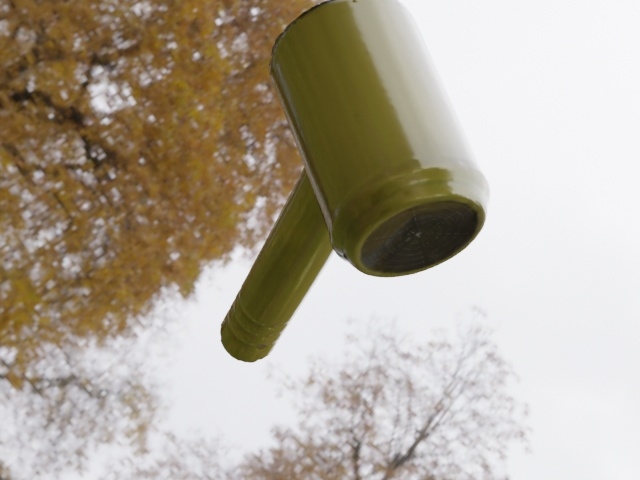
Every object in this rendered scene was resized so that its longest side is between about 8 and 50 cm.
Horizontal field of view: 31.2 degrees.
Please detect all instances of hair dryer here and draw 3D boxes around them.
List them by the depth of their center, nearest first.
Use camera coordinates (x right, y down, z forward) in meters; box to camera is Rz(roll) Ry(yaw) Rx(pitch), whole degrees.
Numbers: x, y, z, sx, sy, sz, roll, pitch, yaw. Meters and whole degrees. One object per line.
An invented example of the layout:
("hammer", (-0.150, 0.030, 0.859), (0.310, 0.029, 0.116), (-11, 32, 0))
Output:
("hair dryer", (0.000, 0.000, 0.689), (0.279, 0.090, 0.135), (-59, -138, 48))
